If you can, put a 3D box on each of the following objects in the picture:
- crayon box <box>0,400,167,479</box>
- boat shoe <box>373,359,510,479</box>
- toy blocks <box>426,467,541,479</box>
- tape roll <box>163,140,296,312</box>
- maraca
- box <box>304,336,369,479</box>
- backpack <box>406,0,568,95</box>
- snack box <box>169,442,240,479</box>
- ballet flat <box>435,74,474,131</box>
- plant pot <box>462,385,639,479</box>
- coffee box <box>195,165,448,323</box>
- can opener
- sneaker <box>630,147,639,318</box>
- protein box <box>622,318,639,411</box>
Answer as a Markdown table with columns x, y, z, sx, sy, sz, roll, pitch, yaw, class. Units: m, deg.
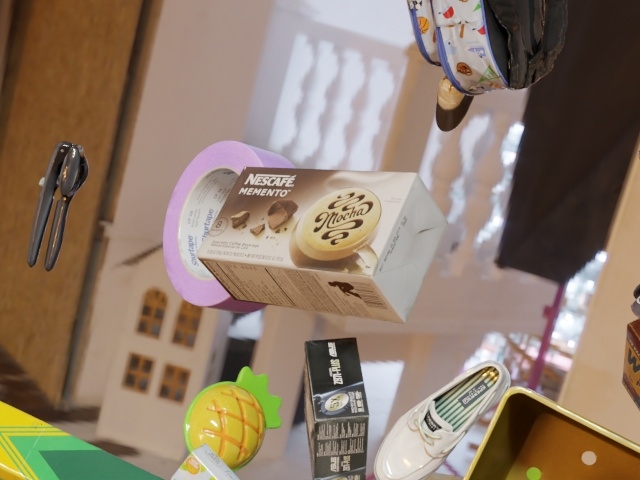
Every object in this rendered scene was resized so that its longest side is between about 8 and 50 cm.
| x | y | z | sx | sy | sz | roll | pitch | yaw | class |
| --- | --- | --- | --- | --- | --- | --- | --- | --- | --- |
| -0.427 | 0.426 | 1.801 | 0.313 | 0.363 | 0.106 | 27 | 54 | -1 | crayon box |
| 0.151 | 0.234 | 1.447 | 0.083 | 0.226 | 0.076 | 43 | -2 | 21 | boat shoe |
| 0.288 | 0.498 | 1.656 | 0.381 | 0.261 | 0.191 | -1 | 24 | 40 | toy blocks |
| -0.143 | -0.021 | 1.822 | 0.090 | 0.275 | 0.275 | 15 | 8 | -42 | tape roll |
| -0.127 | 0.264 | 1.630 | 0.099 | 0.127 | 0.185 | -21 | 10 | 46 | maraca |
| 0.021 | 0.253 | 1.589 | 0.077 | 0.180 | 0.147 | -4 | 44 | -5 | box |
| 0.268 | -0.367 | 1.798 | 0.213 | 0.263 | 0.276 | -8 | 10 | 45 | backpack |
| -0.136 | 0.352 | 1.456 | 0.141 | 0.100 | 0.037 | 44 | 28 | 13 | snack box |
| 0.247 | -0.291 | 1.960 | 0.074 | 0.203 | 0.074 | 27 | 12 | -6 | ballet flat |
| 0.251 | 0.275 | 1.121 | 0.212 | 0.212 | 0.187 | 26 | 6 | 14 | plant pot |
| 0.000 | 0.000 | 1.519 | 0.297 | 0.168 | 0.119 | 6 | -33 | 36 | coffee box |
| -0.370 | -0.049 | 1.538 | 0.059 | 0.186 | 0.073 | 21 | 7 | 6 | can opener |
| 0.429 | 0.021 | 1.306 | 0.321 | 0.180 | 0.124 | 43 | 24 | -25 | sneaker |
| 0.566 | 0.179 | 1.617 | 0.201 | 0.200 | 0.136 | -23 | 55 | -3 | protein box |
